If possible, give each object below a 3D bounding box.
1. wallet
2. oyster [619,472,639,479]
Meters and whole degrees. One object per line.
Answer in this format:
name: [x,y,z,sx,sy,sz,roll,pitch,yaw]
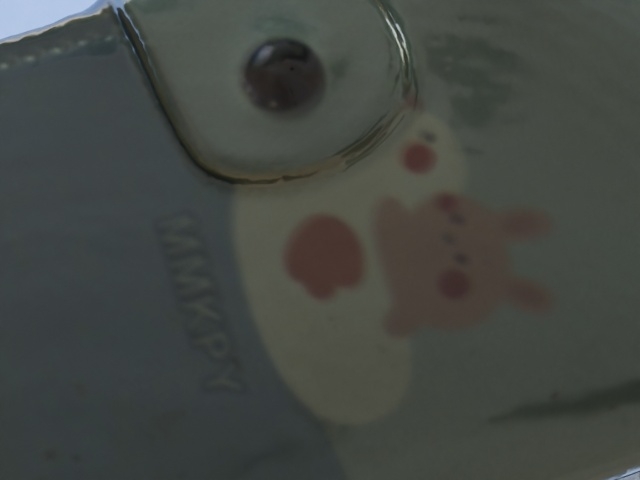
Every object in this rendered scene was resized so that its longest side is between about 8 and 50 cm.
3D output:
wallet: [0.000,0.000,0.481,0.360,0.083,0.252,-19,-99,-6]
oyster: [0.154,0.093,0.637,0.107,0.233,0.161,28,-72,-22]
